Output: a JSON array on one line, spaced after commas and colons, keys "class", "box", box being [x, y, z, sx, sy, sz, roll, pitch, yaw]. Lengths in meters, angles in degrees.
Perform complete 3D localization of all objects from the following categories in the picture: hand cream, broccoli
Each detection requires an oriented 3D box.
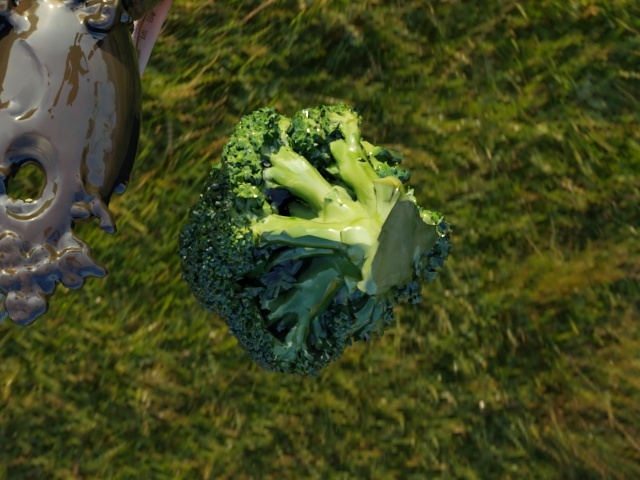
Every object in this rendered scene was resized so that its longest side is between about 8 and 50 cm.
[{"class": "hand cream", "box": [-0.171, -0.200, 1.358, 0.038, 0.052, 0.216, 20, 92, 30]}, {"class": "broccoli", "box": [0.000, 0.000, 0.953, 0.156, 0.195, 0.195, 11, 111, 39]}]

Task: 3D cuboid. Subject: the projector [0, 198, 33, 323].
[{"class": "projector", "box": [-0.283, 0.038, 1.172, 0.061, 0.115, 0.147, 40, 100, -1]}]

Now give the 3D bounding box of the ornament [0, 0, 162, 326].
[{"class": "ornament", "box": [-0.215, -0.085, 0.807, 0.251, 0.106, 0.260, 17, 73, 0]}]
